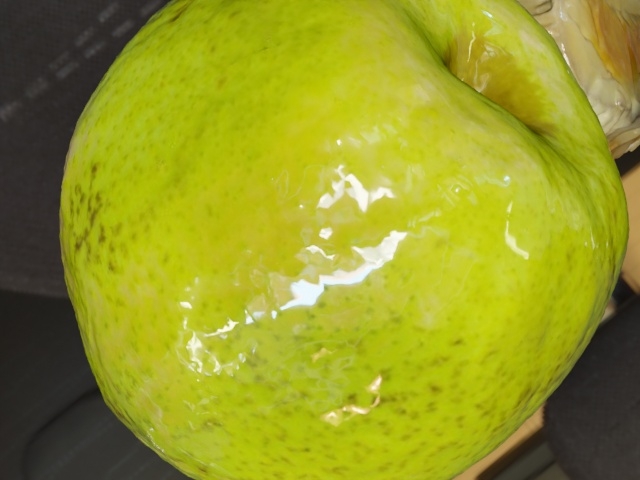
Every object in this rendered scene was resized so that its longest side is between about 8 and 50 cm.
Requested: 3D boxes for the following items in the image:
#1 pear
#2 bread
[{"bbox_3d":[0.000,0.000,0.763,0.391,0.391,0.391,-40,177,-3],"label":"pear"},{"bbox_3d":[0.318,-0.200,1.404,0.183,0.236,0.388,-17,168,36],"label":"bread"}]
